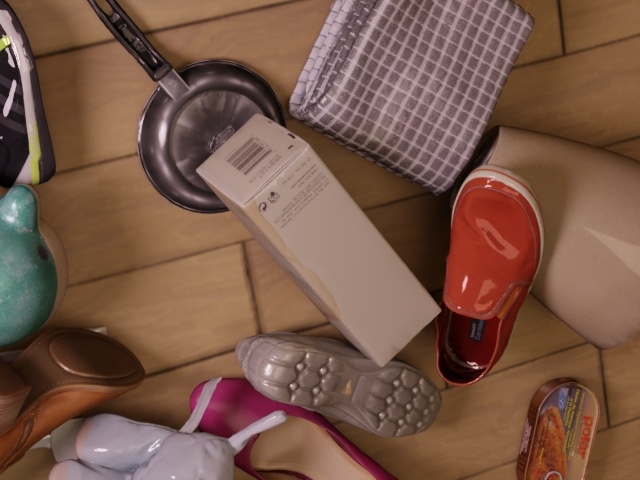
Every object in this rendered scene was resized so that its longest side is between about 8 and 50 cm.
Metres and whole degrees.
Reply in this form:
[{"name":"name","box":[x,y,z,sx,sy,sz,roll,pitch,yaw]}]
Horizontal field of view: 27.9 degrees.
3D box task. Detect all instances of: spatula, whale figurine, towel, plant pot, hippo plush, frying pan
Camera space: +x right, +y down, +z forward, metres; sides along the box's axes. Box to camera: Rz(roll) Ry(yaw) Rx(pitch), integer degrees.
[{"name":"spatula","box":[-0.379,0.204,1.603,0.242,0.019,0.168,-7,105,-19]},{"name":"whale figurine","box":[-0.410,-0.002,1.457,0.216,0.141,0.272,-26,97,28]},{"name":"towel","box":[0.122,-0.230,1.640,0.235,0.121,0.283,26,92,-24]},{"name":"plant pot","box":[0.320,-0.031,1.709,0.274,0.256,0.256,30,90,-9]},{"name":"hippo plush","box":[-0.191,0.340,1.620,0.294,0.234,0.236,-48,143,-25]},{"name":"frying pan","box":[-0.147,-0.185,1.592,0.197,0.053,0.326,-21,111,-16]}]

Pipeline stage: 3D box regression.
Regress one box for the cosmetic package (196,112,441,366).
[{"name":"cosmetic package","box":[0.000,0.000,1.598,0.113,0.160,0.309,-43,121,-6]}]

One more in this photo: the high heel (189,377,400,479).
[{"name":"high heel","box":[0.002,0.300,1.678,0.377,0.181,0.127,30,91,-24]}]

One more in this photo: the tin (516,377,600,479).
[{"name":"tin","box":[0.348,0.293,1.886,0.106,0.040,0.189,8,99,-18]}]

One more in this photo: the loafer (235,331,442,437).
[{"name":"loafer","box":[0.030,0.183,1.705,0.319,0.111,0.112,24,93,-37]}]

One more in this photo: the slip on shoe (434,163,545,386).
[{"name":"slip on shoe","box":[0.205,0.053,1.627,0.123,0.101,0.331,18,128,14]}]

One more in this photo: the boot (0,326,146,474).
[{"name":"boot","box":[-0.354,0.225,1.543,0.283,0.109,0.220,-17,145,-57]}]

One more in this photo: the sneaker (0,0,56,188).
[{"name":"sneaker","box":[-0.374,-0.163,1.488,0.097,0.084,0.234,-14,106,-16]}]
